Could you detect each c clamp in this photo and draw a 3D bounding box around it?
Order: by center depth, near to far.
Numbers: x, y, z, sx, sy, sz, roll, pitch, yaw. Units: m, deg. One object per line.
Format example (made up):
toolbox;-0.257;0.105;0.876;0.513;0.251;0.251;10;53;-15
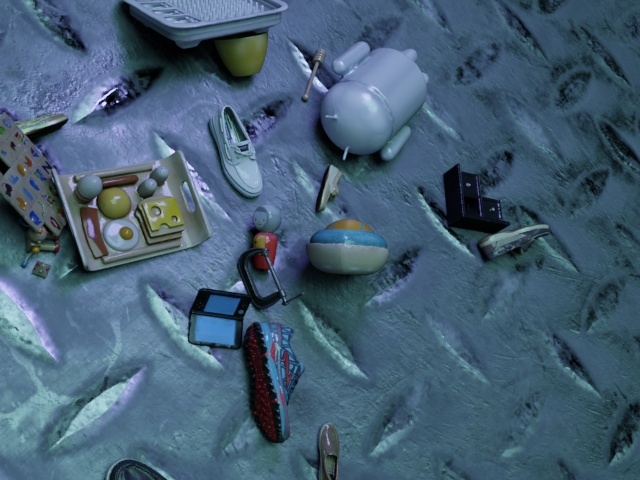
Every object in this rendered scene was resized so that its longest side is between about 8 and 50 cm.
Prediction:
c clamp;-0.117;0.082;1.830;0.022;0.137;0.161;-9;67;-56

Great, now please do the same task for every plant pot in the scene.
plant pot;-0.189;-0.457;2.019;0.134;0.134;0.095;-22;114;-33

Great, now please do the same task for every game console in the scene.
game console;-0.215;0.169;1.774;0.122;0.107;0.071;10;37;-24

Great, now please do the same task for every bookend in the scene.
bookend;0.421;-0.110;2.219;0.157;0.072;0.156;10;65;-25

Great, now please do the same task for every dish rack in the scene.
dish rack;-0.275;-0.544;1.968;0.333;0.072;0.285;-21;40;-32

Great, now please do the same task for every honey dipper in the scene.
honey dipper;-0.018;-0.431;2.146;0.030;0.030;0.161;25;62;-17

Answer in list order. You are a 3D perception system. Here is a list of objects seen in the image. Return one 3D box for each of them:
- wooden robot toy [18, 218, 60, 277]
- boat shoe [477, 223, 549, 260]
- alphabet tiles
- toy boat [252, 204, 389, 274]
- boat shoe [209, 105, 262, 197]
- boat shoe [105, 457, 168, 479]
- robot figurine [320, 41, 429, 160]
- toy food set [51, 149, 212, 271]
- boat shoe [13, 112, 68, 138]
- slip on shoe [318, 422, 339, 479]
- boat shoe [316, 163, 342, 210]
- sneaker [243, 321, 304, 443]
wooden robot toy;-0.564;-0.017;1.659;0.076;0.079;0.173;-1;71;-28
boat shoe;0.529;0.007;2.229;0.223;0.080;0.073;-12;81;-25
alphabet tiles;-0.588;-0.125;1.647;0.237;0.009;0.198;54;19;-26
toy boat;0.000;0.000;1.870;0.318;0.267;0.148;4;88;3
boat shoe;-0.197;-0.210;1.933;0.083;0.076;0.226;-25;83;-33
boat shoe;-0.279;0.553;1.553;0.127;0.113;0.340;-30;85;-33
robot figurine;0.135;-0.352;2.092;0.353;0.200;0.300;-46;113;-34
toy food set;-0.398;-0.074;1.752;0.306;0.092;0.220;-14;77;-37
boat shoe;-0.612;-0.246;1.745;0.153;0.056;0.048;-26;88;-26
slip on shoe;0.021;0.465;1.790;0.051;0.041;0.135;17;63;-21
boat shoe;0.025;-0.127;2.031;0.045;0.050;0.135;23;61;-12
sneaker;-0.080;0.300;1.769;0.125;0.104;0.262;1;74;-34
